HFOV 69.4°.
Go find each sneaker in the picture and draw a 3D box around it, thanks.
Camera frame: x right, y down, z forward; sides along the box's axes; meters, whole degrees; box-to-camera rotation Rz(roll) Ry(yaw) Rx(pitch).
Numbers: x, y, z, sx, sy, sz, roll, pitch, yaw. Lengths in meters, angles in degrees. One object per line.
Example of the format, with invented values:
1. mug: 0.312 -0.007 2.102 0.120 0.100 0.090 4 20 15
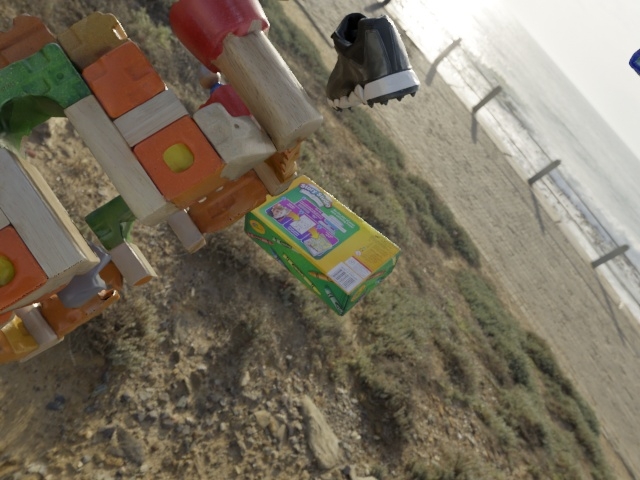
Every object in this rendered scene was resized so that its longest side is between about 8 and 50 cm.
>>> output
1. sneaker: 0.050 -0.221 0.570 0.234 0.078 0.106 -130 -158 -72

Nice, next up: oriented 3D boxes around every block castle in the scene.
1. block castle: -0.240 -0.067 0.497 0.213 0.453 0.303 55 -10 1

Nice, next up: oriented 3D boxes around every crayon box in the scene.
1. crayon box: 0.000 0.000 0.931 0.278 0.081 0.165 39 52 21

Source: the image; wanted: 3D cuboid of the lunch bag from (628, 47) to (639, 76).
1. lunch bag: 0.337 -0.121 0.346 0.129 0.096 0.151 -21 69 -37
